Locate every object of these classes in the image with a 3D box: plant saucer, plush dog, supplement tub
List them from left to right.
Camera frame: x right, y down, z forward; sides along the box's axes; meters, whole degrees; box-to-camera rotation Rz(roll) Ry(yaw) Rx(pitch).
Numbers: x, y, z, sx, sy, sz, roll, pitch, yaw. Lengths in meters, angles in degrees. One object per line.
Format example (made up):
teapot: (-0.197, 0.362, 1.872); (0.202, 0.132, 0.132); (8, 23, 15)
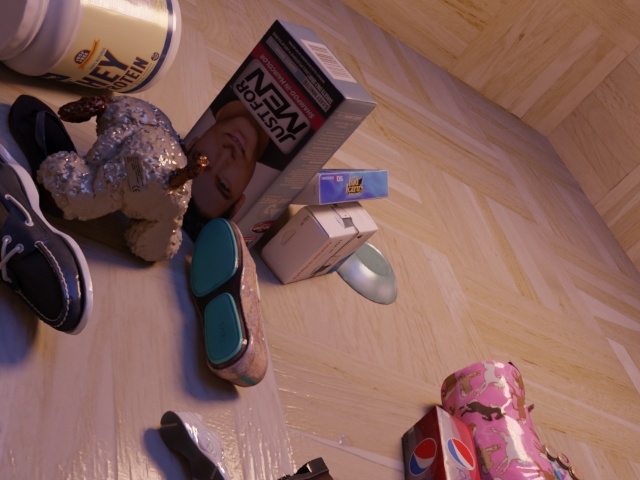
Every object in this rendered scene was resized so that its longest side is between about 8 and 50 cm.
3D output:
supplement tub: (-0.431, -0.393, 1.511); (0.324, 0.235, 0.235); (1, 47, -54)
plush dog: (-0.275, -0.129, 1.309); (0.262, 0.210, 0.225); (33, 28, -45)
plant saucer: (0.096, 0.047, 1.805); (0.195, 0.037, 0.195); (32, 27, -19)

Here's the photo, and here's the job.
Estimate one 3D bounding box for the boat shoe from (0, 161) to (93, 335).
boat shoe: (-0.392, 0.006, 1.107); (0.091, 0.114, 0.302); (7, 30, -51)

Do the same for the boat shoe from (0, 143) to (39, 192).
boat shoe: (-0.464, -0.107, 1.245); (0.142, 0.049, 0.040); (43, 64, 13)

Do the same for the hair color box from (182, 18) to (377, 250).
hair color box: (-0.102, -0.161, 1.454); (0.185, 0.374, 0.113); (52, 27, 18)

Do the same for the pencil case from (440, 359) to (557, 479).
pencil case: (0.325, 0.385, 1.473); (0.167, 0.160, 0.386); (-10, 39, -1)

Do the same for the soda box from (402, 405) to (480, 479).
soda box: (0.194, 0.388, 1.351); (0.083, 0.092, 0.263); (34, 27, -19)

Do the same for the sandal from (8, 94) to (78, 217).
sandal: (-0.416, -0.141, 1.352); (0.097, 0.054, 0.254); (12, 39, -47)

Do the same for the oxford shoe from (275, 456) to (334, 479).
oxford shoe: (-0.037, 0.350, 1.100); (0.227, 0.083, 0.096); (-8, 59, -57)

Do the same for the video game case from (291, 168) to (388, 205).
video game case: (-0.038, -0.105, 1.648); (0.269, 0.244, 0.061); (-10, 100, -59)

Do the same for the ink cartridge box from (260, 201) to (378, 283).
ink cartridge box: (0.000, 0.000, 1.622); (0.082, 0.139, 0.190); (52, 28, 14)

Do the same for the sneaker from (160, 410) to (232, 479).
sneaker: (-0.141, 0.275, 1.099); (0.061, 0.054, 0.152); (4, 44, -56)

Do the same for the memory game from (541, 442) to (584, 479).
memory game: (0.481, 0.477, 1.710); (0.186, 0.012, 0.186); (33, 27, -19)

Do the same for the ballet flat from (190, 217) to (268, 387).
ballet flat: (-0.138, 0.100, 1.347); (0.106, 0.107, 0.316); (48, 23, -40)
